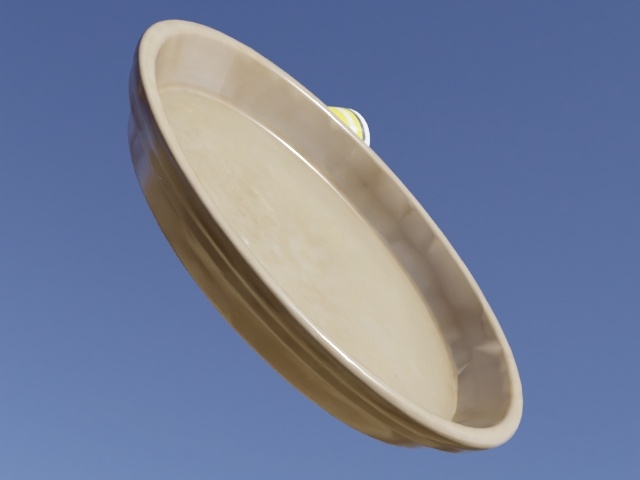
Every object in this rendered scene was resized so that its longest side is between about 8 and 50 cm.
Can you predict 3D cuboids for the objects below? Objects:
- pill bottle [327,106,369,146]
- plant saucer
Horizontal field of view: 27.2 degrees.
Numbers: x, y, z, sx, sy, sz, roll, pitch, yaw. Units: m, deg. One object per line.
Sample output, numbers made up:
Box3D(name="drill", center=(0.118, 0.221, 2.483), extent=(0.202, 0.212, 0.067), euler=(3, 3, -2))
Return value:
Box3D(name="pill bottle", center=(-0.013, -0.098, 1.266), extent=(0.065, 0.065, 0.116), euler=(-12, -7, 42))
Box3D(name="plant saucer", center=(0.000, 0.000, 0.687), extent=(0.041, 0.278, 0.278), euler=(-41, -51, 19))
